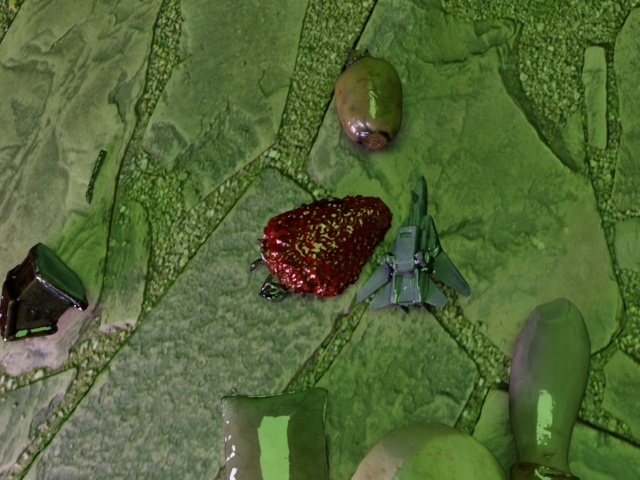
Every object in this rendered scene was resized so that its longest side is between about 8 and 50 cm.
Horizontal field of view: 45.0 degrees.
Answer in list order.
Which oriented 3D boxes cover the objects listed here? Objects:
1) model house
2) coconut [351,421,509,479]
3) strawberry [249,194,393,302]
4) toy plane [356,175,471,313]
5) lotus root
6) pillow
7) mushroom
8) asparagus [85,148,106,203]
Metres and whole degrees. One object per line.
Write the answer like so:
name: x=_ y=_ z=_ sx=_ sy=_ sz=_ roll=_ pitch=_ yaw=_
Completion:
model house: x=-0.521 y=0.102 z=1.398 sx=0.152 sy=0.106 sz=0.165 roll=-45 pitch=38 yaw=2
coconut: x=0.161 y=0.406 z=1.173 sx=0.259 sy=0.259 sz=0.259 roll=-1 pitch=72 yaw=4
strawberry: x=0.000 y=0.000 z=1.374 sx=0.286 sy=0.106 sz=0.188 roll=-35 pitch=74 yaw=-8
toy plane: x=0.166 y=-0.005 z=1.370 sx=0.212 sy=0.088 sz=0.267 roll=-5 pitch=67 yaw=28
lotus root: x=0.089 y=-0.279 z=1.457 sx=0.125 sy=0.118 sz=0.220 roll=-4 pitch=73 yaw=-14
pillow: x=-0.067 y=0.389 z=1.267 sx=0.185 sy=0.075 sz=0.302 roll=-5 pitch=72 yaw=1
mushroom: x=0.365 y=0.249 z=1.236 sx=0.128 sy=0.128 sz=0.350 roll=9 pitch=55 yaw=8
asparagus: x=-0.438 y=-0.125 z=1.500 sx=0.015 sy=0.014 sz=0.114 roll=6 pitch=72 yaw=24
